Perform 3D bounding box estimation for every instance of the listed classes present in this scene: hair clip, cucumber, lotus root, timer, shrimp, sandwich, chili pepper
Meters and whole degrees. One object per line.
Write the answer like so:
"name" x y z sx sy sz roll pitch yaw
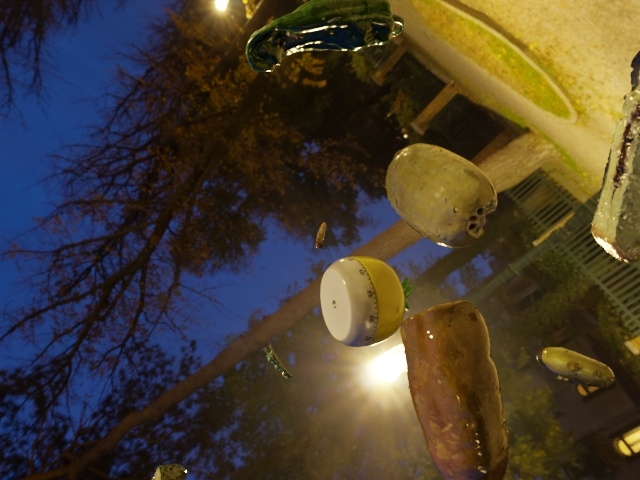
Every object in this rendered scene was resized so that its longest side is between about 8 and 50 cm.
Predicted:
"hair clip" -0.169 0.495 1.634 0.173 0.049 0.049 50 -156 6
"cucumber" -0.350 0.565 0.958 0.035 0.067 0.107 19 168 33
"lotus root" 0.117 -0.057 0.442 0.077 0.090 0.183 10 -153 -19
"timer" 0.161 0.170 1.197 0.285 0.285 0.285 36 -156 -19
"shrimp" 0.000 0.000 1.240 0.023 0.083 0.114 13 -139 5
"sandwich" 0.488 -0.137 0.580 0.254 0.288 0.099 41 -156 -13
"chili pepper" 0.010 -0.322 0.626 0.100 0.257 0.074 79 179 -56

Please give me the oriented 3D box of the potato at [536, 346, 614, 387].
"potato" 0.688 0.344 1.096 0.188 0.085 0.105 17 175 10

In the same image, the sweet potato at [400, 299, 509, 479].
"sweet potato" 0.236 0.287 0.689 0.158 0.158 0.369 -3 -102 -60
